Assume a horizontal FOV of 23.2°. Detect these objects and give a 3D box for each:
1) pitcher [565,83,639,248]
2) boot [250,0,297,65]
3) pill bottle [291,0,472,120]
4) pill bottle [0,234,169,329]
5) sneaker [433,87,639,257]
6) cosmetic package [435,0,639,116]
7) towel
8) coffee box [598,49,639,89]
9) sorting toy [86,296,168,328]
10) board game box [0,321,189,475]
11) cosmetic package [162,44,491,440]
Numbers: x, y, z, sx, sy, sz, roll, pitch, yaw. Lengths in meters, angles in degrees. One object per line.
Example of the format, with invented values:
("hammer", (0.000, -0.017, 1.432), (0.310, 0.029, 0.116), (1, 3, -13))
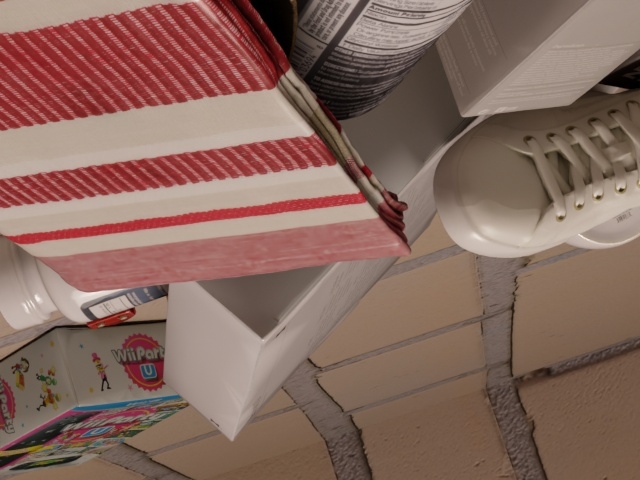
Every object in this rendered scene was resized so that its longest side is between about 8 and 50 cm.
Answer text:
("pitcher", (0.242, -0.089, 1.329), (0.177, 0.125, 0.207), (-35, -157, 8))
("boot", (-0.098, -0.077, 0.921), (0.112, 0.115, 0.305), (-44, 169, -33))
("pill bottle", (0.033, -0.172, 0.862), (0.130, 0.130, 0.246), (-11, 163, -24))
("pill bottle", (-0.183, 0.008, 1.301), (0.180, 0.108, 0.108), (-19, 165, 4))
("sneaker", (0.208, -0.070, 1.119), (0.290, 0.106, 0.123), (-19, 173, -37))
("cosmetic package", (0.163, -0.184, 0.979), (0.107, 0.127, 0.238), (-8, 164, -32))
("towel", (-0.111, -0.057, 0.842), (0.237, 0.037, 0.329), (-7, 153, 20))
("coffee box", (0.318, -0.204, 1.131), (0.246, 0.098, 0.141), (-28, 162, 33))
("sorting toy", (-0.190, 0.041, 1.532), (0.132, 0.046, 0.274), (-19, 165, 3))
("board game box", (-0.301, 0.193, 1.852), (0.224, 0.097, 0.303), (-1, 157, -47))
("cosmetic package", (0.000, 0.000, 1.262), (0.284, 0.097, 0.377), (-49, 173, -18))
